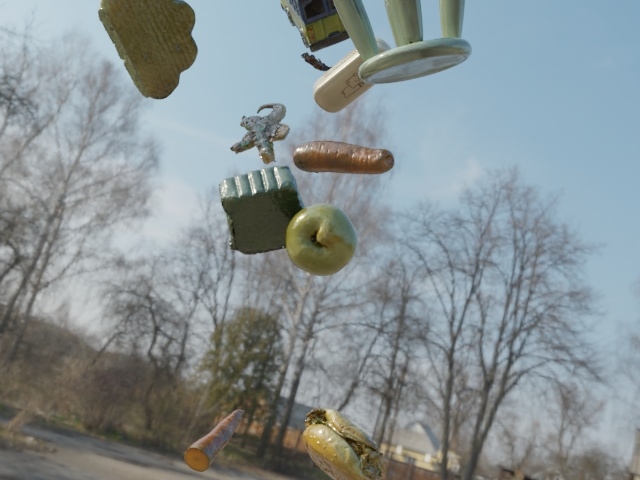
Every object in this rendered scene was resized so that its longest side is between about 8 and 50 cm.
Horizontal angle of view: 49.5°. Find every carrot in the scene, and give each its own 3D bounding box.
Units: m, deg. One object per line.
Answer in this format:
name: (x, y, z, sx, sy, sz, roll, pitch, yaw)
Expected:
carrot: (-0.211, 0.406, 1.452, 0.057, 0.057, 0.224, 12, 14, 14)
carrot: (0.040, -0.144, 1.208, 0.186, 0.060, 0.060, 5, -19, 22)

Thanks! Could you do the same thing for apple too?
apple: (0.000, 0.000, 1.755, 0.200, 0.199, 0.200, 15, -16, 4)

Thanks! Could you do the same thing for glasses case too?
glasses case: (0.070, -0.353, 1.490, 0.196, 0.050, 0.083, -35, -50, 30)

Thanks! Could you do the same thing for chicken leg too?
chicken leg: (-0.006, -0.392, 1.542, 0.083, 0.036, 0.021, 25, -59, -6)

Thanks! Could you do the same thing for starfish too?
starfish: (-0.119, -0.220, 1.419, 0.210, 0.150, 0.053, 35, -23, 52)

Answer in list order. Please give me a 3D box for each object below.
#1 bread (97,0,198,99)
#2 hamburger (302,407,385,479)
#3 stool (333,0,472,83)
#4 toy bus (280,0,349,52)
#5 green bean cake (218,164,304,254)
bread: (-0.370, -0.467, 1.559, 0.056, 0.207, 0.286, 30, -31, 36)
hamburger: (0.037, 0.347, 1.146, 0.147, 0.083, 0.138, 29, -33, 37)
stool: (0.146, -0.385, 1.181, 0.195, 0.198, 0.195, -12, 4, -40)
toy bus: (-0.021, -0.600, 1.689, 0.138, 0.287, 0.175, -23, -46, -3)
green bean cake: (-0.152, -0.074, 1.849, 0.223, 0.124, 0.227, -16, -49, -4)
